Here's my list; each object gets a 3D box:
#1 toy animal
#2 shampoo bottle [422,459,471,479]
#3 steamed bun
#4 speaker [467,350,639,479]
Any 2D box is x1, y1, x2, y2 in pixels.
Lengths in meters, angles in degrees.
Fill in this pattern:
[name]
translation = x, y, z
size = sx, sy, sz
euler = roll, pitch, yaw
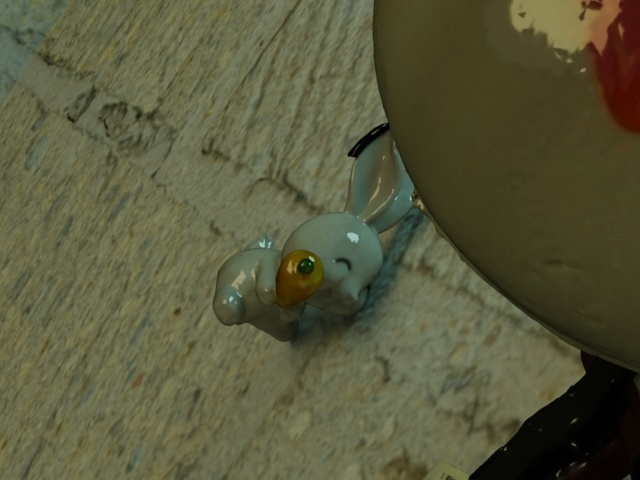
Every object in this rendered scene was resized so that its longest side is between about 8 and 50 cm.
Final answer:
[toy animal]
translation = 0.000, 0.000, 1.268
size = 0.182, 0.131, 0.127
euler = -29, 58, 24
[shampoo bottle]
translation = 0.058, 0.213, 1.010
size = 0.152, 0.045, 0.077
euler = -58, 28, -5
[steamed bun]
translation = 0.212, -0.118, 0.772
size = 0.241, 0.374, 0.374
euler = 96, -174, -54
[speaker]
translation = 0.148, 0.037, 0.916
size = 0.259, 0.198, 0.329
euler = -20, 45, 12
